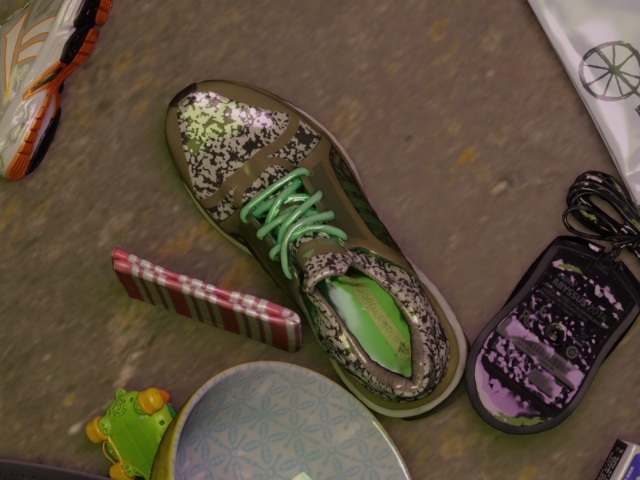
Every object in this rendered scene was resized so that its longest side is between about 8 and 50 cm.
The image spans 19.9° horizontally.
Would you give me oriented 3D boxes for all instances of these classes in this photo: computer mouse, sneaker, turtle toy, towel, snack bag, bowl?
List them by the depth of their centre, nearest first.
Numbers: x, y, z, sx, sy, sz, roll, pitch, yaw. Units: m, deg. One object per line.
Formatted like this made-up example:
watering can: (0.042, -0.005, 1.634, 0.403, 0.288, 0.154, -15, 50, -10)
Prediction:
bowl: (-0.060, 0.278, 1.766, 0.289, 0.289, 0.156, 55, 134, 3)
sneaker: (0.000, 0.000, 1.772, 0.158, 0.182, 0.410, -42, 87, 1)
towel: (-0.108, 0.058, 1.798, 0.197, 0.144, 0.029, 19, 78, 4)
computer mouse: (0.250, 0.084, 1.818, 0.188, 0.072, 0.272, 42, 79, 5)
snack bag: (0.381, -0.247, 1.822, 0.323, 0.037, 0.342, -28, 84, 0)
turtle toy: (-0.168, 0.204, 1.835, 0.095, 0.066, 0.130, -29, 90, 25)
sneaker: (-0.301, -0.200, 1.841, 0.121, 0.099, 0.262, 25, 89, 8)

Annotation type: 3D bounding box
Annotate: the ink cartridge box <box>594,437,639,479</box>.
ink cartridge box: (0.334, 0.327, 1.801, 0.208, 0.045, 0.206, 28, 91, -17)

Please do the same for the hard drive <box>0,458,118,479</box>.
hard drive: (-0.304, 0.307, 1.812, 0.254, 0.054, 0.172, 7, 63, 10)
